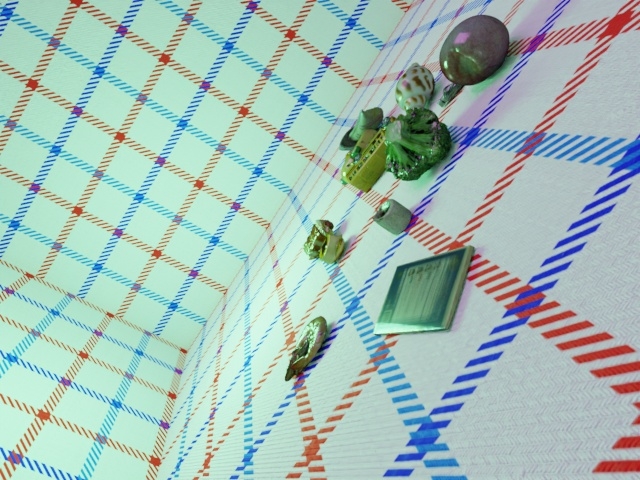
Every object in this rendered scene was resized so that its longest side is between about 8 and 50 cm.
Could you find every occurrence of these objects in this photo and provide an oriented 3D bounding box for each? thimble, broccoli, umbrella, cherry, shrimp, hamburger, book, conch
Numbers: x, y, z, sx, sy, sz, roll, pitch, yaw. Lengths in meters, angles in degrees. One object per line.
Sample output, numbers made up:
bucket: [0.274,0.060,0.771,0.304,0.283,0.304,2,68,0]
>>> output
thimble: [0.240,-0.080,1.580,0.115,0.090,0.102,-29,34,59]
broccoli: [0.313,-0.336,1.614,0.261,0.241,0.269,-10,77,45]
umbrella: [0.510,-0.586,1.776,0.188,0.050,0.046,-48,-3,34]
cherry: [0.517,-0.651,1.585,0.239,0.206,0.239,-159,90,-82]
shrimp: [-0.051,0.389,1.658,0.267,0.061,0.145,-55,25,5]
hamburger: [0.054,0.032,1.961,0.126,0.081,0.141,-106,37,-72]
book: [0.260,0.140,1.237,0.322,0.018,0.228,-25,38,63]
conch: [0.404,-0.633,2.004,0.148,0.183,0.275,16,80,42]

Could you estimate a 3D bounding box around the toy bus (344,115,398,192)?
toy bus: [0.249,-0.369,2.044,0.335,0.121,0.123,-51,26,26]

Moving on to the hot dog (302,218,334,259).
hot dog: [0.000,0.000,2.164,0.213,0.103,0.146,-60,34,32]

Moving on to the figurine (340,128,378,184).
figurine: [0.195,-0.408,2.293,0.222,0.124,0.324,-39,21,58]

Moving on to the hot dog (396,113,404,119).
hot dog: [0.325,-0.476,2.138,0.216,0.047,0.066,-56,-14,-9]

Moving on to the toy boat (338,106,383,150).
toy boat: [0.235,-0.580,2.418,0.276,0.111,0.293,-32,-7,-39]
